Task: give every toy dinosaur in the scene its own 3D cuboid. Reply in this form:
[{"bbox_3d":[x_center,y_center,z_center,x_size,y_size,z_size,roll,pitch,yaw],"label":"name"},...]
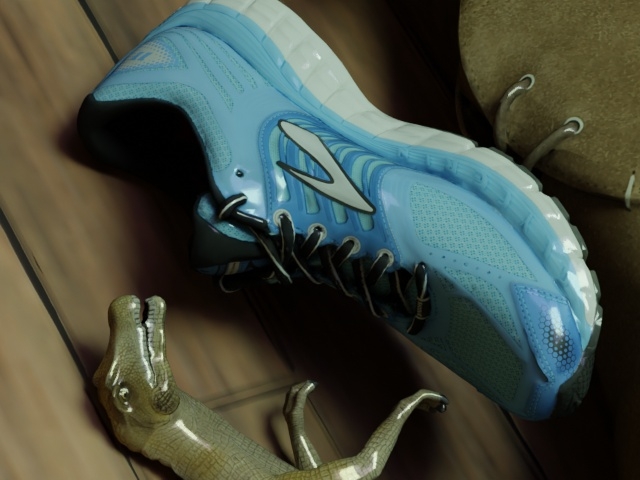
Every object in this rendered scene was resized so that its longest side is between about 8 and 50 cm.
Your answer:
[{"bbox_3d":[0.007,0.090,0.405,0.093,0.053,0.183,-15,58,-28],"label":"toy dinosaur"}]

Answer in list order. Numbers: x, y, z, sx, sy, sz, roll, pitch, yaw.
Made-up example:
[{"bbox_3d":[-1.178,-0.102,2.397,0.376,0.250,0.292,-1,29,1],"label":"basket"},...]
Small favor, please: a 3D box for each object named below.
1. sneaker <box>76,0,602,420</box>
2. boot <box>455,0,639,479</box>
[{"bbox_3d":[0.000,0.000,0.452,0.162,0.063,0.073,36,51,25],"label":"sneaker"},{"bbox_3d":[0.089,-0.008,0.515,0.115,0.112,0.305,10,50,0],"label":"boot"}]
